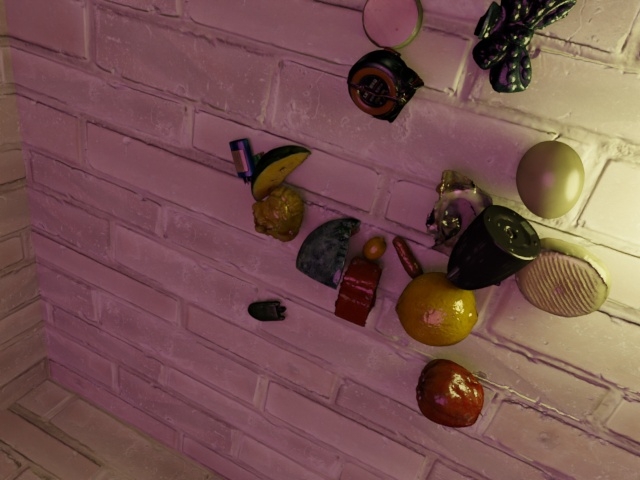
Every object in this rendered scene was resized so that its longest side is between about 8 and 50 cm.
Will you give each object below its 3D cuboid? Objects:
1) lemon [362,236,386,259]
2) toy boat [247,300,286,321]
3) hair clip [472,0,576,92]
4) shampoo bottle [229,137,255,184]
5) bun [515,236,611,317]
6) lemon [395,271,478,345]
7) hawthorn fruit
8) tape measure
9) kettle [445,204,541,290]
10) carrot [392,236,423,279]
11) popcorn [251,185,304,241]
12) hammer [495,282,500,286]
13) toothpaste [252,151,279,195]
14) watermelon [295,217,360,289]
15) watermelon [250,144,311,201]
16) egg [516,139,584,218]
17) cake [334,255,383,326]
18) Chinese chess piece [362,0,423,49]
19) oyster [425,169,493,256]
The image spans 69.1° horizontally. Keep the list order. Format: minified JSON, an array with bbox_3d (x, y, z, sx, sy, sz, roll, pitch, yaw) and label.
[{"bbox_3d":[0.209,0.030,1.782,0.082,0.082,0.110,47,124,0],"label":"lemon"},{"bbox_3d":[-0.254,0.329,2.158,0.210,0.052,0.104,-8,111,30],"label":"toy boat"},{"bbox_3d":[0.540,-0.578,1.293,0.206,0.194,0.310,25,120,6],"label":"hair clip"},{"bbox_3d":[-0.312,-0.318,1.891,0.087,0.050,0.183,-5,110,24],"label":"shampoo bottle"},{"bbox_3d":[0.785,0.112,1.509,0.287,0.146,0.287,22,132,27],"label":"bun"},{"bbox_3d":[0.420,0.247,1.673,0.293,0.293,0.293,10,116,21],"label":"lemon"},{"bbox_3d":[0.500,0.592,1.804,0.261,0.258,0.258,13,118,27],"label":"hawthorn fruit"},{"bbox_3d":[0.198,-0.503,1.503,0.222,0.135,0.202,37,144,-1],"label":"tape measure"},{"bbox_3d":[0.548,0.049,1.503,0.207,0.268,0.290,61,144,27],"label":"kettle"},{"bbox_3d":[0.327,0.069,1.759,0.060,0.060,0.186,-30,95,33],"label":"carrot"},{"bbox_3d":[-0.171,-0.106,1.840,0.203,0.200,0.226,11,160,9],"label":"popcorn"},{"bbox_3d":[0.631,0.081,1.643,0.065,0.021,0.178,21,117,16],"label":"hammer"},{"bbox_3d":[-0.218,-0.267,1.875,0.037,0.043,0.179,-15,105,27],"label":"toothpaste"},{"bbox_3d":[0.058,0.078,1.812,0.319,0.290,0.213,-32,135,15],"label":"watermelon"},{"bbox_3d":[-0.180,-0.268,1.796,0.129,0.123,0.301,37,115,-26],"label":"watermelon"},{"bbox_3d":[0.688,-0.179,1.395,0.185,0.186,0.242,-5,112,27],"label":"egg"},{"bbox_3d":[0.156,0.194,1.824,0.150,0.177,0.283,21,131,17],"label":"cake"},{"bbox_3d":[0.224,-0.695,1.450,0.188,0.083,0.189,8,114,19],"label":"Chinese chess piece"},{"bbox_3d":[0.469,-0.080,1.576,0.237,0.115,0.351,-16,120,15],"label":"oyster"}]
